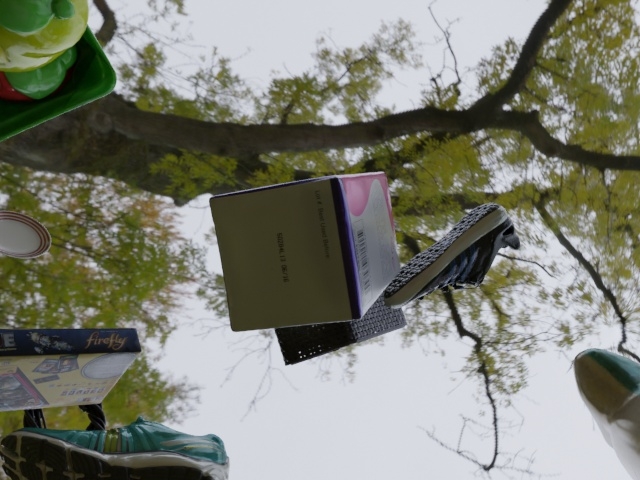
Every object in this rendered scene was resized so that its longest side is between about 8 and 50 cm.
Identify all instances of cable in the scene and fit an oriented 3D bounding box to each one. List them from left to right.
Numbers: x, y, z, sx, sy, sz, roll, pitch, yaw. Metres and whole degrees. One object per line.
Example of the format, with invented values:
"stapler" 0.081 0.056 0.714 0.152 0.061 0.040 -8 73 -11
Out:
"cable" -0.461 0.322 1.117 0.150 0.047 0.185 -22 -109 11

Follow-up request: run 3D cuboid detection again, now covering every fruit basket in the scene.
"fruit basket" -0.437 -0.307 0.800 0.282 0.392 0.392 -24 -108 -1

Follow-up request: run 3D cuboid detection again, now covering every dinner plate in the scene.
"dinner plate" -0.628 -0.009 1.271 0.141 0.141 0.017 50 -60 22

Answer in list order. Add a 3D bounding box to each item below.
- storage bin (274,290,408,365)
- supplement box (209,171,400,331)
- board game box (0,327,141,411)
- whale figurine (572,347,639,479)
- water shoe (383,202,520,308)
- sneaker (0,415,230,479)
"storage bin" 0.028 0.110 0.879 0.122 0.180 0.084 -25 -102 32
"supplement box" 0.000 0.000 0.572 0.113 0.220 0.111 -8 -86 17
"board game box" -0.398 0.181 0.858 0.165 0.243 0.042 -47 -127 34
"whale figurine" 0.288 0.144 0.404 0.141 0.272 0.216 -35 -74 -2
"water shoe" 0.176 0.037 0.803 0.203 0.073 0.080 -38 -79 -6
"sneaker" -0.249 0.274 0.764 0.275 0.110 0.107 8 -70 -3
